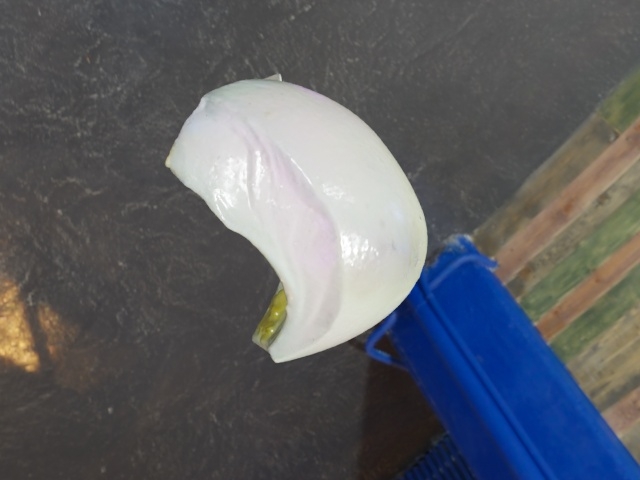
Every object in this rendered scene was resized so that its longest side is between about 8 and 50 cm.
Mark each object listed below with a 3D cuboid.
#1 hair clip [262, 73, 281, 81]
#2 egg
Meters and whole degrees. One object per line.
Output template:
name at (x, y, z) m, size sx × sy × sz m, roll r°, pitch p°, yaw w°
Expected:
hair clip at (-0.107, -0.158, 0.968) m, size 0.072 × 0.034 × 0.226 m, roll -9°, pitch 174°, yaw -24°
egg at (0.011, -0.014, 0.701) m, size 0.206 × 0.162 × 0.271 m, roll -40°, pitch 136°, yaw -35°
